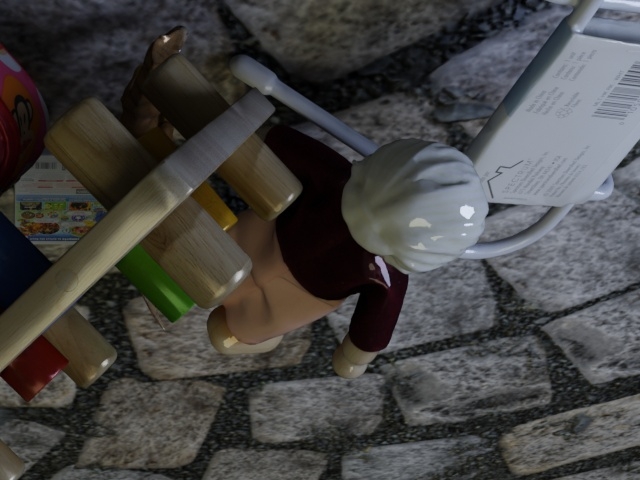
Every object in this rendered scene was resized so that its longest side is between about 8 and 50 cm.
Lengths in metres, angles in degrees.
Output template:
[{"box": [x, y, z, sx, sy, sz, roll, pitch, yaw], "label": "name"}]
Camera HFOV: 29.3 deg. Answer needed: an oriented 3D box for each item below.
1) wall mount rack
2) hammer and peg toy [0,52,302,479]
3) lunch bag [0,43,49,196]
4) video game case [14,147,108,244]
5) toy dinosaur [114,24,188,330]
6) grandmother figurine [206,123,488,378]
[{"box": [0.119, -0.130, 0.847, 0.304, 0.130, 0.350, 3, 144, -23], "label": "wall mount rack"}, {"box": [-0.179, 0.053, 0.742, 0.361, 0.266, 0.127, -41, 96, 15], "label": "hammer and peg toy"}, {"box": [-0.343, -0.066, 0.743, 0.293, 0.120, 0.258, -41, 101, 11], "label": "lunch bag"}, {"box": [-0.207, -0.035, 1.005, 0.087, 0.011, 0.122, 0, 145, -14], "label": "video game case"}, {"box": [-0.133, -0.056, 0.886, 0.064, 0.112, 0.211, 4, 112, -7], "label": "toy dinosaur"}, {"box": [0.000, 0.000, 0.918, 0.207, 0.104, 0.342, 55, 149, -9], "label": "grandmother figurine"}]
